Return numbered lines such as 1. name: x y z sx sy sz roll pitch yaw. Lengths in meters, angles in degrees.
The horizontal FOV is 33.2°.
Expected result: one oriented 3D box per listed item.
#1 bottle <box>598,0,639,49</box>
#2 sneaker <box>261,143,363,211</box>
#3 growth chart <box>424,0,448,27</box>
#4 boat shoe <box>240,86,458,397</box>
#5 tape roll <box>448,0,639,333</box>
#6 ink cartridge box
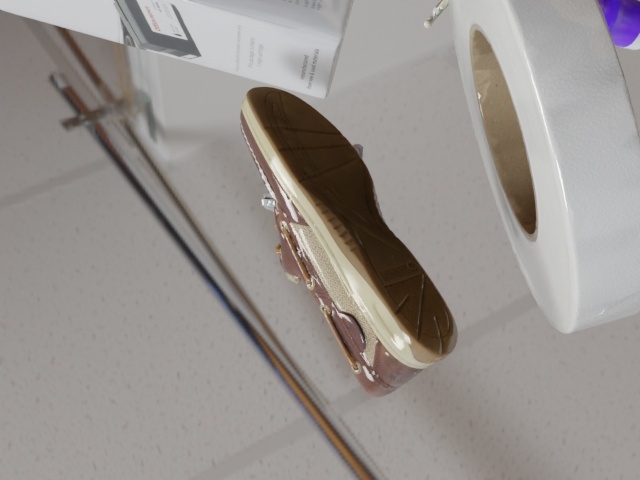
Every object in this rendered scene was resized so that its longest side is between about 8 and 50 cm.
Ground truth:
1. bottle: 0.316 -0.323 1.441 0.282 0.118 0.092 13 -124 -20
2. sneaker: -0.005 -0.100 1.710 0.115 0.105 0.281 8 -165 17
3. growth chart: 0.267 -0.477 1.926 0.021 0.237 0.172 41 -134 -3
4. boat shoe: 0.000 0.000 1.078 0.123 0.123 0.342 -11 -118 -51
5. tape roll: 0.200 -0.108 0.986 0.072 0.392 0.392 -16 -130 1
6. ink cartridge box: -0.141 -0.359 1.184 0.394 0.166 0.286 15 -107 -1
